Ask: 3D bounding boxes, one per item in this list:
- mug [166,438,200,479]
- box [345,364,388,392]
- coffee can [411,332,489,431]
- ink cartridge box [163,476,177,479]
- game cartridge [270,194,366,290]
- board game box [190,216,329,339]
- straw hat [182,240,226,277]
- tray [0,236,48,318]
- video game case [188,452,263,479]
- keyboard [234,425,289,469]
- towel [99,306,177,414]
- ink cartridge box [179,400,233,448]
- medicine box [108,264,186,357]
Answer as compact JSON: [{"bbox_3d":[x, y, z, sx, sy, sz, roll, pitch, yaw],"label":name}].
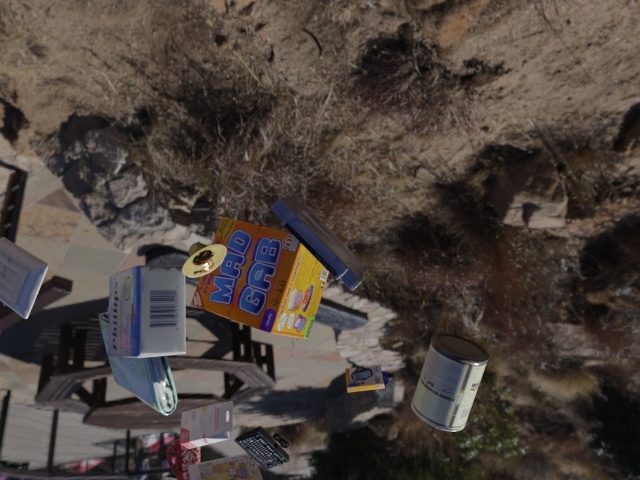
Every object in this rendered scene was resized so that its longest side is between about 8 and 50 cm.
[{"bbox_3d":[-0.573,0.927,1.960,0.150,0.169,0.113,4,147,-26],"label":"mug"},{"bbox_3d":[0.151,0.449,1.527,0.136,0.081,0.028,-9,122,4],"label":"box"},{"bbox_3d":[0.455,0.497,1.661,0.201,0.201,0.275,8,104,-28],"label":"coffee can"},{"bbox_3d":[-0.548,0.970,1.617,0.056,0.181,0.225,15,-175,-17],"label":"ink cartridge box"},{"bbox_3d":[0.000,0.000,1.497,0.068,0.355,0.230,-45,179,17],"label":"game cartridge"},{"bbox_3d":[-0.213,0.155,1.841,0.356,0.356,0.356,14,170,23],"label":"board game box"},{"bbox_3d":[-0.339,0.038,1.319,0.144,0.061,0.144,-30,156,-15],"label":"straw hat"},{"bbox_3d":[-0.796,0.088,1.196,0.270,0.145,0.030,18,175,33],"label":"tray"},{"bbox_3d":[-0.298,0.803,1.523,0.227,0.206,0.026,1,120,-28],"label":"video game case"},{"bbox_3d":[-0.141,0.555,1.250,0.108,0.023,0.180,-27,127,3],"label":"keyboard"},{"bbox_3d":[-0.693,0.457,1.781,0.090,0.320,0.374,-31,130,-46],"label":"towel"},{"bbox_3d":[-0.389,0.650,1.655,0.198,0.115,0.067,-16,138,8],"label":"ink cartridge box"},{"bbox_3d":[-0.544,0.225,1.458,0.149,0.263,0.289,5,167,-40],"label":"medicine box"}]
